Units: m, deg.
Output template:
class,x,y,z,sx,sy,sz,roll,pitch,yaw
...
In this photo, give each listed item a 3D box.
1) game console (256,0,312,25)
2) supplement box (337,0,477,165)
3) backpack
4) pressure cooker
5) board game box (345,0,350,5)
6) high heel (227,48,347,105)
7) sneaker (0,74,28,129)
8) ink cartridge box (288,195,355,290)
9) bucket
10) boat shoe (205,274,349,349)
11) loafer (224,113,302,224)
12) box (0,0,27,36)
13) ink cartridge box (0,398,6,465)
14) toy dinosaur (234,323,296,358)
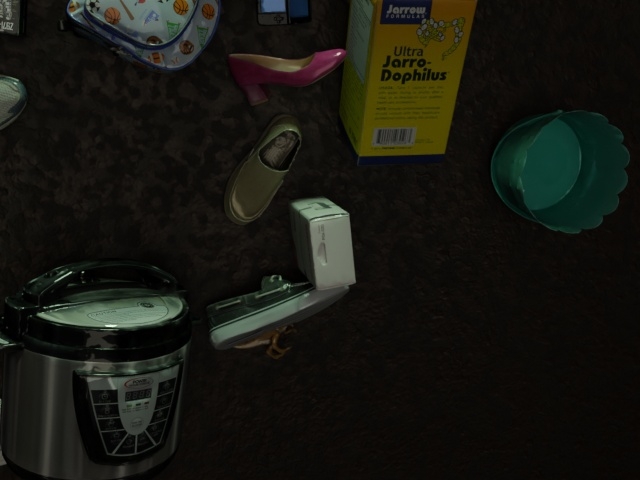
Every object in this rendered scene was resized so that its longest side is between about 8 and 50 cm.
class,x,y,z,sx,sy,sz,roll,pitch,yaw
game console,-0.079,-0.515,1.519,0.107,0.071,0.122,-6,104,-11
supplement box,0.163,-0.353,1.481,0.195,0.194,0.357,-3,129,-11
backpack,-0.329,-0.461,1.415,0.263,0.213,0.276,29,94,-26
pressure cooker,-0.451,0.240,1.464,0.375,0.370,0.420,9,101,3
board game box,0.124,-0.652,1.524,0.302,0.086,0.308,39,93,-18
high heel,-0.072,-0.378,1.524,0.244,0.082,0.117,-17,118,22
sneaker,-0.714,-0.245,1.416,0.283,0.122,0.110,-19,107,-7
ink cartridge box,0.000,0.000,1.582,0.092,0.218,0.159,-9,105,-10
bucket,0.543,-0.167,1.682,0.281,0.183,0.281,-3,103,-12
boat shoe,-0.105,0.132,1.633,0.335,0.121,0.119,-21,74,-4
loafer,-0.125,-0.153,1.584,0.102,0.092,0.268,27,96,-17
box,-0.662,-0.477,1.395,0.180,0.077,0.147,4,102,-13
ink cartridge box,-0.681,0.416,1.615,0.099,0.056,0.135,-13,106,-10
toy dinosaur,-0.126,0.225,1.701,0.211,0.064,0.112,-33,79,-9
